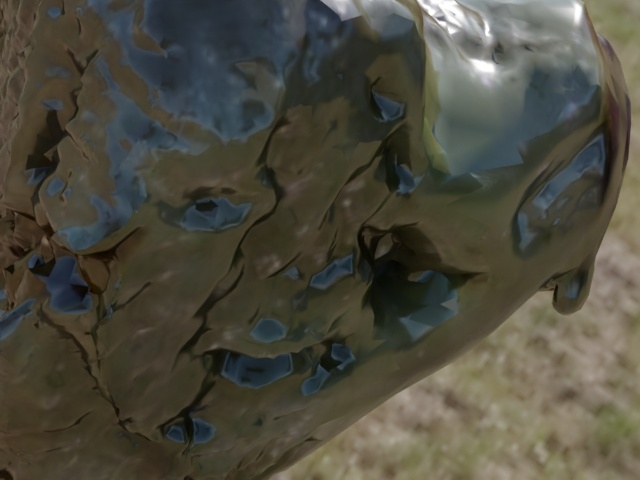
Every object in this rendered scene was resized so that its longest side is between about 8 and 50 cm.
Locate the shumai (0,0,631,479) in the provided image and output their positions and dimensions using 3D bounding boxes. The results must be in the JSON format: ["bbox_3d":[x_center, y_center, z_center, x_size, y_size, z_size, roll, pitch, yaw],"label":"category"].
[{"bbox_3d":[0.003,0.001,0.710,0.283,0.346,0.217,6,49,-17],"label":"shumai"}]
